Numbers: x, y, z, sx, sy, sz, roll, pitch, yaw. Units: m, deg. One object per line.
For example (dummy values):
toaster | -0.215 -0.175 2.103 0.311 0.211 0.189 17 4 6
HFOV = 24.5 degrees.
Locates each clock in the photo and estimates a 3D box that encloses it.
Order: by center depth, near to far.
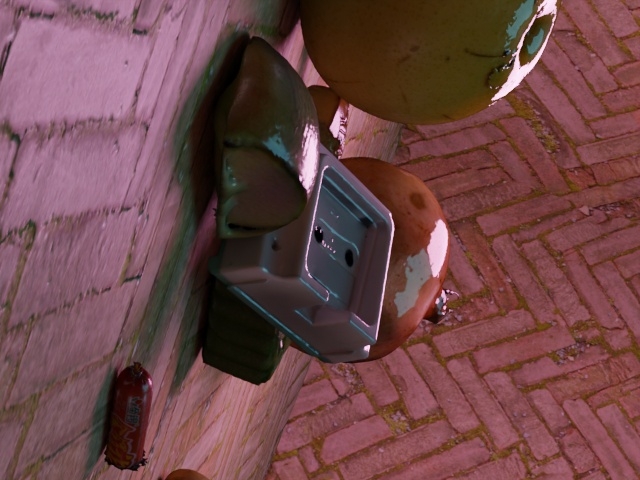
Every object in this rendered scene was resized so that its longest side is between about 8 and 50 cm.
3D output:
clock | 0.000 0.000 1.834 0.262 0.116 0.231 43 53 -45

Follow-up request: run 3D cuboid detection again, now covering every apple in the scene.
apple | -0.056 -0.120 1.633 0.265 0.120 0.193 103 -4 -65

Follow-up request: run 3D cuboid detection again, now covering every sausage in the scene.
sausage | -0.199 0.181 1.555 0.048 0.050 0.145 -15 139 -31

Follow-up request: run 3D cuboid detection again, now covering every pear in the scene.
pear | 0.135 -0.310 1.855 0.348 0.348 0.348 19 90 -85

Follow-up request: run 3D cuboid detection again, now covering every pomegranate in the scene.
pomegranate | 0.070 0.042 2.350 0.338 0.338 0.338 19 90 -85

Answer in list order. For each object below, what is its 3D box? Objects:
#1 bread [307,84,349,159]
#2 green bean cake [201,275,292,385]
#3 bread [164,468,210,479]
bread | 0.000 -0.165 2.165 0.156 0.086 0.125 102 8 -47
green bean cake | -0.067 0.049 2.015 0.222 0.124 0.248 102 9 -47
bread | -0.203 0.399 2.060 0.119 0.084 0.177 101 10 -45
